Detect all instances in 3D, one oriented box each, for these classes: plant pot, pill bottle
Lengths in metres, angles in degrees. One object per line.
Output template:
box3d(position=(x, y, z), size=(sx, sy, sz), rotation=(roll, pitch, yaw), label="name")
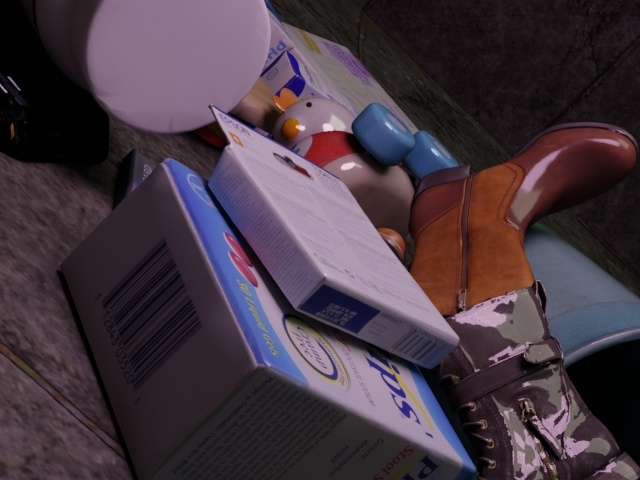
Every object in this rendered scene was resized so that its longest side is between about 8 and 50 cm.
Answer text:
box3d(position=(0.246, 0.156, 1.757), size=(0.341, 0.341, 0.334), rotation=(36, 11, -34), label="plant pot")
box3d(position=(-0.205, -0.282, 1.661), size=(0.224, 0.224, 0.392), rotation=(34, 13, -38), label="pill bottle")

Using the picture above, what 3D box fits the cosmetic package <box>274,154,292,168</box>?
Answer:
box3d(position=(-0.006, 0.031, 1.687), size=(0.238, 0.107, 0.127), rotation=(43, 16, -1), label="cosmetic package")

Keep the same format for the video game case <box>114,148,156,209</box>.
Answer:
box3d(position=(-0.103, 0.032, 1.663), size=(0.274, 0.026, 0.196), rotation=(40, 17, -19), label="video game case")

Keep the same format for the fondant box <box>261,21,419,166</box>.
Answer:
box3d(position=(0.021, -0.210, 2.474), size=(0.238, 0.096, 0.330), rotation=(51, 15, 16), label="fondant box")

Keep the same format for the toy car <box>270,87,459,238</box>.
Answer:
box3d(position=(-0.002, -0.102, 1.905), size=(0.210, 0.219, 0.238), rotation=(24, 25, -54), label="toy car")

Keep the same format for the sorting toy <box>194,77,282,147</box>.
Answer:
box3d(position=(-0.188, -0.231, 1.980), size=(0.257, 0.089, 0.255), rotation=(26, 25, -54), label="sorting toy")

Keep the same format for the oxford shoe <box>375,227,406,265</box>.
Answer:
box3d(position=(0.063, 0.023, 1.820), size=(0.076, 0.076, 0.212), rotation=(41, -21, 4), label="oxford shoe")

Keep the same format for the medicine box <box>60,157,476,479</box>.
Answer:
box3d(position=(-0.047, 0.110, 1.378), size=(0.289, 0.149, 0.263), rotation=(30, 22, -43), label="medicine box")

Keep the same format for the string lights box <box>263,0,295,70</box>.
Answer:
box3d(position=(-0.143, -0.319, 2.225), size=(0.077, 0.133, 0.260), rotation=(45, 12, -43), label="string lights box")

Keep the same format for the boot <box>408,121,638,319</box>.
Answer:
box3d(position=(0.210, -0.015, 1.670), size=(0.280, 0.264, 0.096), rotation=(-79, 157, -61), label="boot")

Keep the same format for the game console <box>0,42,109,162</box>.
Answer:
box3d(position=(-0.355, -0.220, 1.605), size=(0.361, 0.044, 0.213), rotation=(50, 14, 12), label="game console")

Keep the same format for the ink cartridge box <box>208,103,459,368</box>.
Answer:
box3d(position=(0.000, 0.000, 1.409), size=(0.223, 0.045, 0.224), rotation=(27, 23, -51), label="ink cartridge box")

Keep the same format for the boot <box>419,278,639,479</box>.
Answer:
box3d(position=(0.147, 0.177, 1.469), size=(0.229, 0.263, 0.091), rotation=(57, -22, 14), label="boot")

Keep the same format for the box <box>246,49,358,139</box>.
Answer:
box3d(position=(-0.036, -0.160, 2.135), size=(0.137, 0.126, 0.072), rotation=(35, 20, -34), label="box")
